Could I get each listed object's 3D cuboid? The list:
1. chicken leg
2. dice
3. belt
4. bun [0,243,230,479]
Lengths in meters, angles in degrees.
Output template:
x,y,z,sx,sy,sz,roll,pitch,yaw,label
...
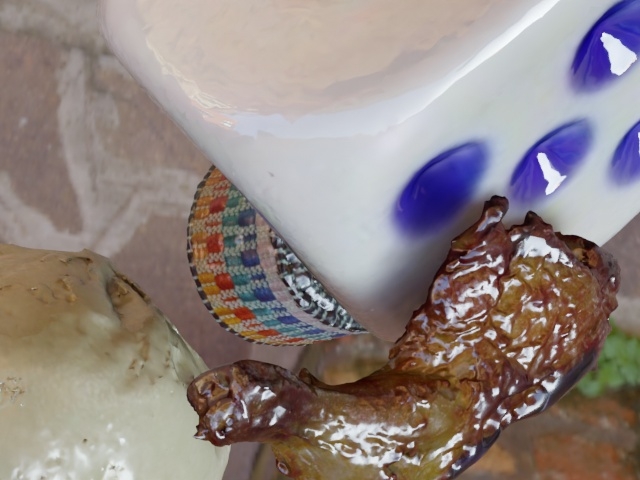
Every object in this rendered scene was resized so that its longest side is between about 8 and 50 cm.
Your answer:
x,y,z,sx,sy,sz,roll,pitch,yaw,label
0.062,0.071,0.851,0.322,0.083,0.177,-30,136,-29,chicken leg
0.064,-0.127,0.961,0.304,0.277,0.304,-43,148,-1,dice
0.000,0.000,1.503,0.161,0.295,0.206,-10,88,39,belt
-0.244,0.108,1.042,0.362,0.326,0.234,12,82,8,bun
